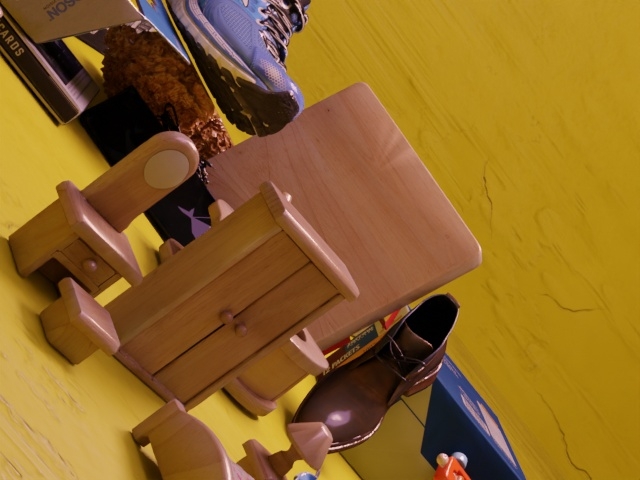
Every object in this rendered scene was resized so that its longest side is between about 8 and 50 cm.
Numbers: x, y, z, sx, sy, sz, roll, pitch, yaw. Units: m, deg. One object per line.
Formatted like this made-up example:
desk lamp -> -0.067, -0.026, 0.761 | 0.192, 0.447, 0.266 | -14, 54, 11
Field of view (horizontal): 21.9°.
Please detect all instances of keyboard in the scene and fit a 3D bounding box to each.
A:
keyboard -> -0.162, -0.067, 1.694 | 0.192, 0.100, 0.038 | 55, -33, 4

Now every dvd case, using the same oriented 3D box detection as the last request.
dvd case -> -0.308, -0.225, 1.625 | 0.239, 0.029, 0.179 | 53, 6, -11

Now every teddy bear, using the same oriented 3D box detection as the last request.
teddy bear -> -0.169, -0.129, 1.879 | 0.245, 0.113, 0.338 | 61, -1, -2

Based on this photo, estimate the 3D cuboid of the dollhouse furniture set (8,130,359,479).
dollhouse furniture set -> -0.032, 0.127, 1.143 | 0.303, 0.174, 0.355 | 48, 9, -41

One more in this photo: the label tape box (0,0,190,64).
label tape box -> -0.284, -0.305, 1.610 | 0.334, 0.106, 0.241 | 51, 7, -33

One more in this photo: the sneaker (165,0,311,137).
sneaker -> -0.076, -0.237, 1.726 | 0.330, 0.147, 0.130 | 63, -1, 46

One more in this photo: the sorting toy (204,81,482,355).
sorting toy -> 0.000, 0.000, 1.727 | 0.257, 0.255, 0.089 | 58, -8, 32

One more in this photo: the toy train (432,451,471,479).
toy train -> 0.133, 0.307, 1.712 | 0.125, 0.046, 0.166 | 52, 35, -24

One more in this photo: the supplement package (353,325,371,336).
supplement package -> 0.042, 0.001, 2.266 | 0.177, 0.175, 0.293 | 57, 8, 17

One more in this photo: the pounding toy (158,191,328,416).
pounding toy -> -0.045, 0.049, 1.517 | 0.154, 0.155, 0.269 | 48, 10, -20

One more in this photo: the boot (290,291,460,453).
boot -> 0.056, 0.125, 1.631 | 0.082, 0.106, 0.219 | 40, 43, 17

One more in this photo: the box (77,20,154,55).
box -> -0.329, -0.358, 1.948 | 0.242, 0.076, 0.307 | 55, 7, 12

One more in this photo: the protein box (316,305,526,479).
protein box -> 0.113, 0.214, 1.858 | 0.200, 0.136, 0.201 | 51, 7, -20

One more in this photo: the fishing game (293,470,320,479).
fishing game -> 0.036, 0.276, 1.437 | 0.189, 0.041, 0.264 | 60, 8, 26

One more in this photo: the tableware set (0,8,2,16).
tableware set -> -0.297, -0.254, 1.419 | 0.020, 0.169, 0.141 | 4, -38, 35
